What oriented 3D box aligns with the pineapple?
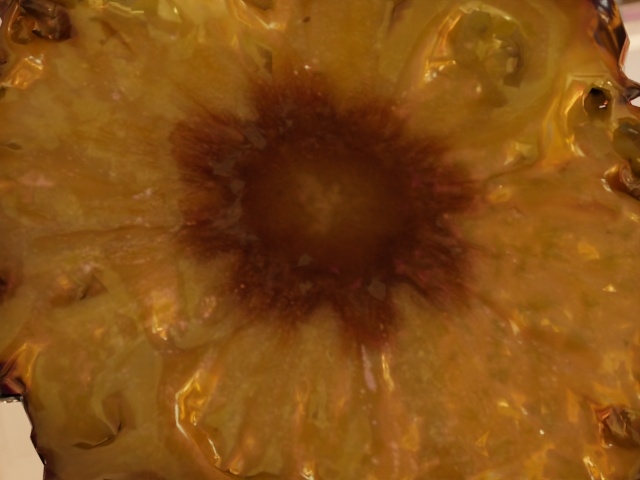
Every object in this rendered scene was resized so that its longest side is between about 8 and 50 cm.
[{"bbox_3d":[0.000,0.000,0.369,0.225,0.224,0.076,-12,159,-17],"label":"pineapple"}]
